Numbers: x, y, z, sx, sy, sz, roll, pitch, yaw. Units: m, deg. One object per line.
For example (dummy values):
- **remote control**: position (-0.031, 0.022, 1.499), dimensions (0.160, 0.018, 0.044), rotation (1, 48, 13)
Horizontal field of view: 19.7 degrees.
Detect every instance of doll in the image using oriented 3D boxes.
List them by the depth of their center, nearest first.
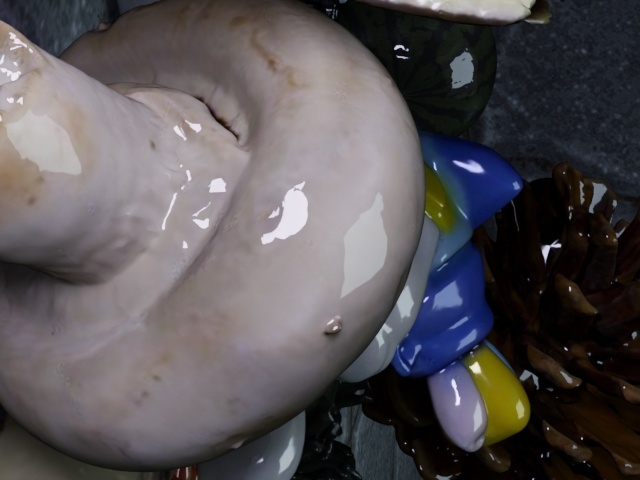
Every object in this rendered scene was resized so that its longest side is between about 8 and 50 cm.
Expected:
- **doll**: position (0.004, 0.008, 1.328), dimensions (0.366, 0.187, 0.376), rotation (14, 77, -49)

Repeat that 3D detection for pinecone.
- **pinecone**: position (0.235, 0.089, 1.795), dimensions (0.384, 0.385, 0.384), rotation (8, 90, -80)

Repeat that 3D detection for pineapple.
- **pineapple**: position (-0.038, 0.239, 1.758), dimensions (0.141, 0.170, 0.310), rotation (-67, 170, -60)

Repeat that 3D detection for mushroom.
- **mushroom**: position (-0.104, -0.035, 1.006), dimensions (0.290, 0.293, 0.292), rotation (38, 56, -45)

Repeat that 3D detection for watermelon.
- **watermelon**: position (0.087, -0.194, 1.982), dimensions (0.212, 0.212, 0.212), rotation (8, 90, -80)

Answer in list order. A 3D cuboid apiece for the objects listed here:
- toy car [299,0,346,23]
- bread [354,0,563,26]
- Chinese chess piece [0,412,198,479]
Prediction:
- **toy car**: position (-0.011, -0.262, 1.731), dimensions (0.070, 0.080, 0.170), rotation (81, 19, -65)
- **bread**: position (-0.016, -0.204, 1.110), dimensions (0.405, 0.346, 0.242), rotation (96, 1, -78)
- **Chinese chess piece**: position (-0.153, 0.213, 1.233), dimensions (0.270, 0.112, 0.270), rotation (7, 90, -81)
